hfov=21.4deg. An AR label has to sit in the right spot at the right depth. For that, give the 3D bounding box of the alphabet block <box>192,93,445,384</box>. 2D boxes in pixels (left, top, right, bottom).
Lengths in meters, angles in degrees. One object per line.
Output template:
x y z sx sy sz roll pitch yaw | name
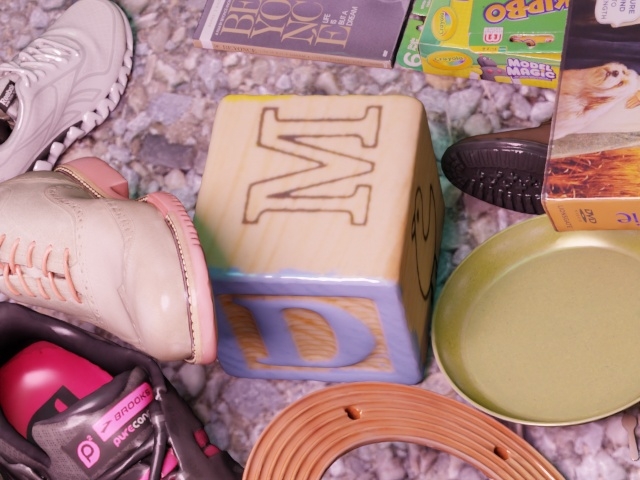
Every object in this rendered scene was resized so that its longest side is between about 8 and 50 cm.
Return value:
0.000 0.000 1.525 0.193 0.192 0.197 3 59 12 | alphabet block

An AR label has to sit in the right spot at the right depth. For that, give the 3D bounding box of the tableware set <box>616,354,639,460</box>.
0.311 0.119 1.478 0.104 0.024 0.154 -6 56 8 | tableware set

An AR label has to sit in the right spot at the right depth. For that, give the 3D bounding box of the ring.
0.089 0.252 1.338 0.337 0.032 0.336 17 41 -16 | ring

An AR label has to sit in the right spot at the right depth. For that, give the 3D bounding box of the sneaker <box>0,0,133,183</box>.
-0.289 -0.149 1.730 0.110 0.118 0.292 17 61 24 | sneaker

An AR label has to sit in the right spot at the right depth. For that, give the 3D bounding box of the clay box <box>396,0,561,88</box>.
0.193 -0.222 1.710 0.222 0.053 0.127 9 59 17 | clay box

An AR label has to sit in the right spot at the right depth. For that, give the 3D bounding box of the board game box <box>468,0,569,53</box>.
0.219 -0.273 1.686 0.124 0.039 0.259 1 50 13 | board game box

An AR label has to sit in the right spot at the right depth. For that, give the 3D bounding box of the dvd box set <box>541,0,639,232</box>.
0.414 -0.153 1.447 0.420 0.062 0.307 0 63 24 | dvd box set

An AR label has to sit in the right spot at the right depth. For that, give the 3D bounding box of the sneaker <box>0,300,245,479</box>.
-0.147 0.216 1.405 0.483 0.202 0.185 32 70 29 | sneaker

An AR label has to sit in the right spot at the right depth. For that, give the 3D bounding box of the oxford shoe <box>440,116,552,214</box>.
0.227 -0.080 1.586 0.227 0.083 0.096 1 41 11 | oxford shoe

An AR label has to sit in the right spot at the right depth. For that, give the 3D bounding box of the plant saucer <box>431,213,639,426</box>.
0.219 0.074 1.501 0.241 0.037 0.241 -12 47 13 | plant saucer

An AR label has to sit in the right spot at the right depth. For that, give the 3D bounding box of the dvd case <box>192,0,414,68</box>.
-0.010 -0.262 1.802 0.221 0.018 0.164 8 60 17 | dvd case

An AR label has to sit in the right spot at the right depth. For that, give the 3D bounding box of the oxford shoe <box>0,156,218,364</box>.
-0.199 0.028 1.423 0.146 0.140 0.397 -11 15 -24 | oxford shoe
